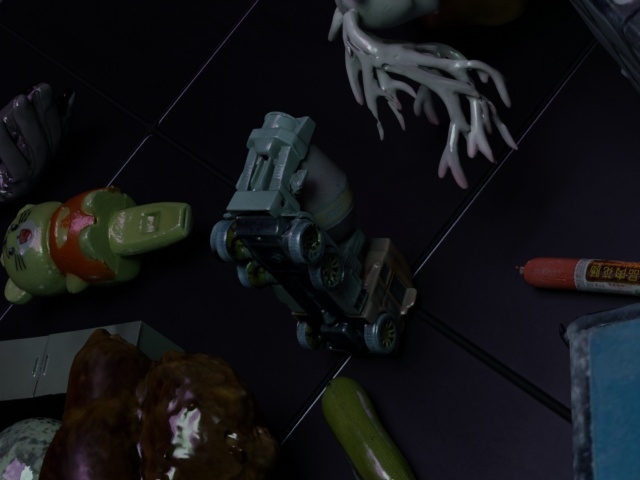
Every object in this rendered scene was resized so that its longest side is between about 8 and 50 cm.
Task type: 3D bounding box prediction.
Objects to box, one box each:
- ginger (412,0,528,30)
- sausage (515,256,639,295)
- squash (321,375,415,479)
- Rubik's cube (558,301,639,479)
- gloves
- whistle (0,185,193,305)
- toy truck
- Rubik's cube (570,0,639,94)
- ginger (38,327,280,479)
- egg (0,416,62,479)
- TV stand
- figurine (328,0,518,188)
[{"bbox_3d":[0.108,-0.341,1.568,0.269,0.223,0.200,-1,40,-8],"label":"ginger"},{"bbox_3d":[0.288,0.036,1.324,0.253,0.034,0.034,3,63,39],"label":"sausage"},{"bbox_3d":[0.047,0.199,1.385,0.052,0.052,0.183,-39,49,9],"label":"squash"},{"bbox_3d":[0.359,0.216,0.949,0.318,0.316,0.313,-16,53,30],"label":"Rubik's cube"},{"bbox_3d":[-0.420,-0.115,1.906,0.285,0.119,0.142,-39,44,30],"label":"gloves"},{"bbox_3d":[-0.274,0.000,1.718,0.288,0.106,0.131,-12,62,31],"label":"whistle"},{"bbox_3d":[0.000,0.000,1.411,0.108,0.256,0.140,-1,55,37],"label":"toy truck"},{"bbox_3d":[0.399,-0.211,1.222,0.301,0.305,0.303,-39,44,10],"label":"Rubik's cube"},{"bbox_3d":[-0.169,0.292,1.392,0.254,0.176,0.418,3,68,24],"label":"ginger"},{"bbox_3d":[-0.303,0.274,1.537,0.132,0.132,0.172,-4,73,35],"label":"egg"},{"bbox_3d":[-0.288,0.156,1.635,0.269,0.088,0.082,-11,55,32],"label":"TV stand"},{"bbox_3d":[0.126,-0.237,1.397,0.316,0.284,0.206,-41,19,21],"label":"figurine"}]
